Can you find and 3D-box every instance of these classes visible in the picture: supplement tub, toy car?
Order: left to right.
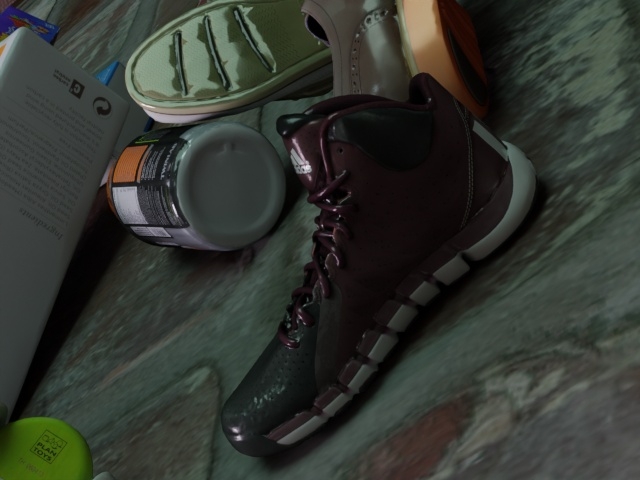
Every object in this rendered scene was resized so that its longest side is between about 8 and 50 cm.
[{"bbox_3d":[-0.237,0.219,0.959,0.182,0.159,0.136,-56,-11,-24],"label":"toy car"},{"bbox_3d":[-0.123,-0.050,1.209,0.117,0.117,0.190,-53,24,-18],"label":"supplement tub"}]

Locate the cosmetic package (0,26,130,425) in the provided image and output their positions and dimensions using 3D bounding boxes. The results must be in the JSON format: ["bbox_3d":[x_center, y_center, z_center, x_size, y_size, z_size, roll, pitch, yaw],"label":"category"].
[{"bbox_3d":[-0.393,0.016,1.392,0.230,0.161,0.453,-20,44,42],"label":"cosmetic package"}]

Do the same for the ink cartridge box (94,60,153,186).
[{"bbox_3d":[-0.322,-0.120,1.684,0.203,0.086,0.148,-31,29,31],"label":"ink cartridge box"}]

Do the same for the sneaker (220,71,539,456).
[{"bbox_3d":[0.000,0.000,0.867,0.281,0.162,0.106,-46,23,-3],"label":"sneaker"}]

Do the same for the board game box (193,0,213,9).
[{"bbox_3d":[-0.103,-0.407,1.745,0.281,0.027,0.145,-59,12,7],"label":"board game box"}]

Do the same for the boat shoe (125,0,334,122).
[{"bbox_3d":[-0.026,-0.173,1.194,0.302,0.103,0.113,-19,69,5],"label":"boat shoe"}]

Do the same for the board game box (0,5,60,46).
[{"bbox_3d":[-0.462,-0.120,1.729,0.233,0.078,0.347,-94,29,-68],"label":"board game box"}]

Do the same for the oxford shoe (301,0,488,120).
[{"bbox_3d":[0.036,-0.239,1.082,0.132,0.130,0.364,-21,56,21],"label":"oxford shoe"}]
